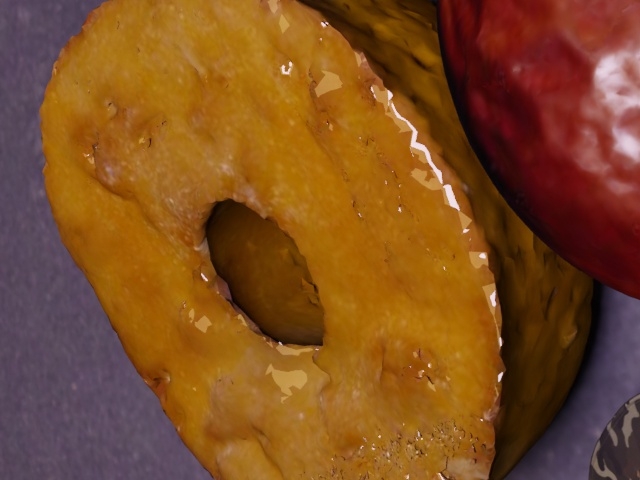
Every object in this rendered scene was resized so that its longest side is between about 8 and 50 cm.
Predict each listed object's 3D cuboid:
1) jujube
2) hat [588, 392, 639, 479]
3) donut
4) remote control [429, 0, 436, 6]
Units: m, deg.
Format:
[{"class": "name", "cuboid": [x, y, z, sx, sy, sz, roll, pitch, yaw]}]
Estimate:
[{"class": "jujube", "cuboid": [0.117, -0.085, 0.654, 0.168, 0.168, 0.236, -60, 42, 34]}, {"class": "hat", "cuboid": [0.143, 0.122, 0.747, 0.121, 0.050, 0.121, 8, 101, 45]}, {"class": "donut", "cuboid": [0.001, 0.003, 0.804, 0.277, 0.108, 0.277, 22, 123, 38]}, {"class": "remote control", "cuboid": [-0.003, -0.174, 0.848, 0.212, 0.028, 0.059, 55, 134, 21]}]
